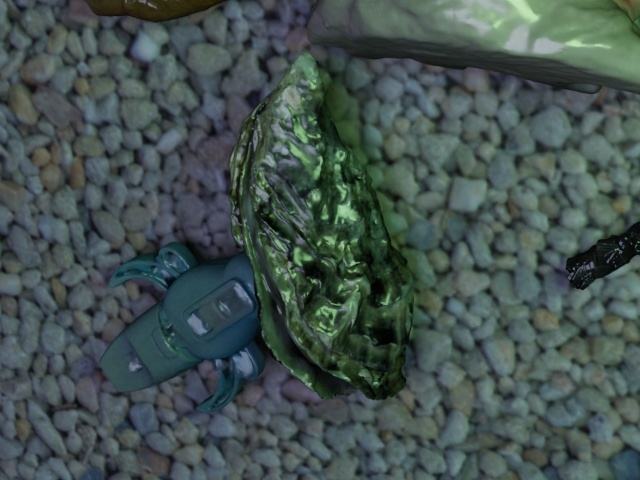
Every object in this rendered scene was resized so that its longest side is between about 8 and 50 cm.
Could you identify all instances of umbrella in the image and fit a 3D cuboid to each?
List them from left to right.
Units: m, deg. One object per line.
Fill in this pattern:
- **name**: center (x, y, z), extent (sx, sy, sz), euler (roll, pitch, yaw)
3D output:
- **umbrella**: center (0.289, 0.001, 1.278), extent (0.144, 0.040, 0.037), euler (-32, 86, 28)

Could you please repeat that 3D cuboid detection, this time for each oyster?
- **oyster**: center (-0.001, -0.005, 1.324), extent (0.158, 0.162, 0.351), euler (-10, 107, 5)

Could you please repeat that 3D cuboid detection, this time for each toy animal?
- **toy animal**: center (0.144, -0.229, 1.200), extent (0.308, 0.266, 0.188), euler (21, 106, 62)

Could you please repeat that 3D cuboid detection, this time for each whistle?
- **whistle**: center (-0.128, 0.084, 1.457), extent (0.274, 0.093, 0.186), euler (-32, 95, 32)

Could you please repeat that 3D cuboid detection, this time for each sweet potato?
- **sweet potato**: center (-0.098, -0.255, 1.336), extent (0.281, 0.059, 0.067), euler (-8, 114, 26)
